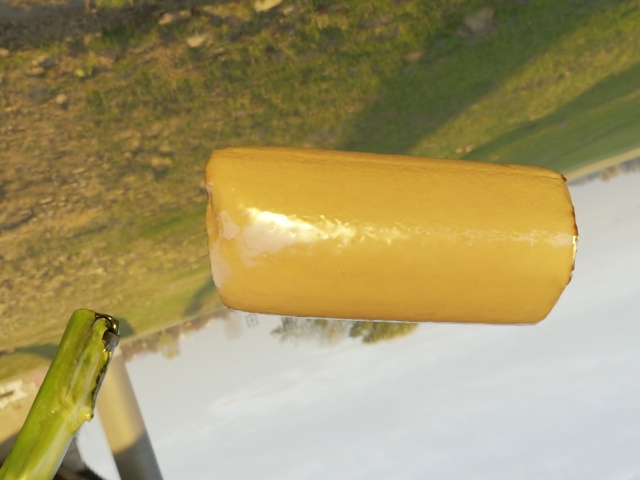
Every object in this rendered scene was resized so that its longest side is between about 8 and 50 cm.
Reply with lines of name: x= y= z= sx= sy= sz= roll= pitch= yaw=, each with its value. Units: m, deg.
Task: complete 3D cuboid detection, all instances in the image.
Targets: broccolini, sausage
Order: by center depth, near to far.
broccolini: x=-0.170 y=0.138 z=0.316 sx=0.123 sy=0.271 sz=0.062 roll=28 pitch=171 yaw=42
sausage: x=0.041 y=-0.003 z=0.540 sx=0.253 sy=0.123 sz=0.123 roll=4 pitch=173 yaw=-11
